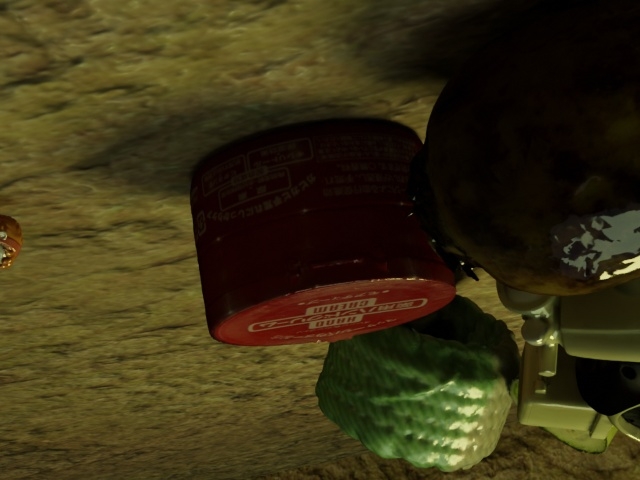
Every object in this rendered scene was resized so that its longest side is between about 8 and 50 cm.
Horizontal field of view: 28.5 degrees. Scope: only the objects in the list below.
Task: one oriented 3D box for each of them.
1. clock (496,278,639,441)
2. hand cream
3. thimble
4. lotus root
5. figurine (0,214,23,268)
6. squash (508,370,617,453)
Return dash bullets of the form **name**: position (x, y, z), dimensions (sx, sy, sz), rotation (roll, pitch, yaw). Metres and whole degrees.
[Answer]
- **clock**: position (0.270, 0.071, 0.938), dimensions (0.276, 0.120, 0.379), rotation (3, 155, 9)
- **hand cream**: position (0.000, 0.000, 0.944), dimensions (0.193, 0.125, 0.193), rotation (-7, 165, -2)
- **thimble**: position (0.112, 0.144, 1.380), dimensions (0.219, 0.150, 0.219), rotation (17, -165, -5)
- **lotus root**: position (0.174, -0.061, 0.747), dimensions (0.314, 0.169, 0.141), rotation (-25, -169, 32)
- **figurine**: position (-0.263, -0.011, 0.902), dimensions (0.064, 0.047, 0.109), rotation (-13, 157, 40)
- **squash**: position (0.289, 0.119, 1.312), dimensions (0.186, 0.123, 0.123), rotation (-51, -175, -27)
